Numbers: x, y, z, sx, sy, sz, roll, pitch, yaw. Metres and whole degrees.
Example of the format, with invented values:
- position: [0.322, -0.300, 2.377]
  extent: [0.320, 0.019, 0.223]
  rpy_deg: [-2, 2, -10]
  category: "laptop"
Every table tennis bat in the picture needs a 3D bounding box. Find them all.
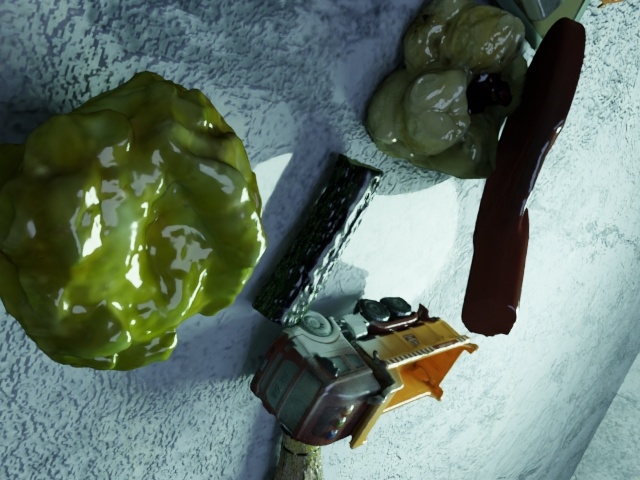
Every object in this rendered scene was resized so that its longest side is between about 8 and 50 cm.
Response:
- position: [0.213, -0.075, 0.741]
  extent: [0.268, 0.051, 0.414]
  rpy_deg: [103, 8, -50]
  category: "table tennis bat"

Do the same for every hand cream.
- position: [-0.027, 0.279, 0.852]
  extent: [0.084, 0.084, 0.203]
  rpy_deg: [-21, 123, -40]
  category: "hand cream"

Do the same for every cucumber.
- position: [0.000, 0.000, 0.691]
  extent: [0.187, 0.058, 0.058]
  rpy_deg: [-59, 144, 2]
  category: "cucumber"

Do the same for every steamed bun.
- position: [0.152, -0.144, 0.721]
  extent: [0.177, 0.106, 0.192]
  rpy_deg: [-56, 146, -1]
  category: "steamed bun"

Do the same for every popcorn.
- position: [-0.130, -0.016, 0.446]
  extent: [0.198, 0.155, 0.197]
  rpy_deg: [-31, 146, -24]
  category: "popcorn"

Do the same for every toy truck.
- position: [0.056, 0.148, 0.785]
  extent: [0.270, 0.135, 0.114]
  rpy_deg: [-5, 130, -48]
  category: "toy truck"

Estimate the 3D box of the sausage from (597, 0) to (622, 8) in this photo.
- position: [0.367, -0.359, 0.825]
  extent: [0.065, 0.065, 0.169]
  rpy_deg: [-42, 140, -21]
  category: "sausage"

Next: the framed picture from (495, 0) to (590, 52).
- position: [0.274, -0.355, 0.787]
  extent: [0.296, 0.019, 0.232]
  rpy_deg: [18, 102, -54]
  category: "framed picture"

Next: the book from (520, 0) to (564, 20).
- position: [0.286, -0.441, 0.666]
  extent: [0.389, 0.032, 0.269]
  rpy_deg: [-46, 125, -13]
  category: "book"
